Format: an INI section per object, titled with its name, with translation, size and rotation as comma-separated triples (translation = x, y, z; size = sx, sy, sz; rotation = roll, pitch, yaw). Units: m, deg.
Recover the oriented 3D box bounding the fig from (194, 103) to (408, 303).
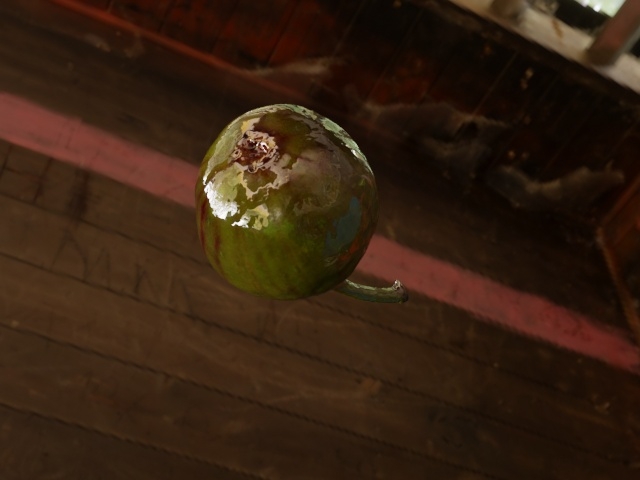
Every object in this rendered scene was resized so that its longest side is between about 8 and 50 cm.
[fig]
translation = 0.000, 0.000, 0.680
size = 0.124, 0.124, 0.236
rotation = 59, -173, 33
